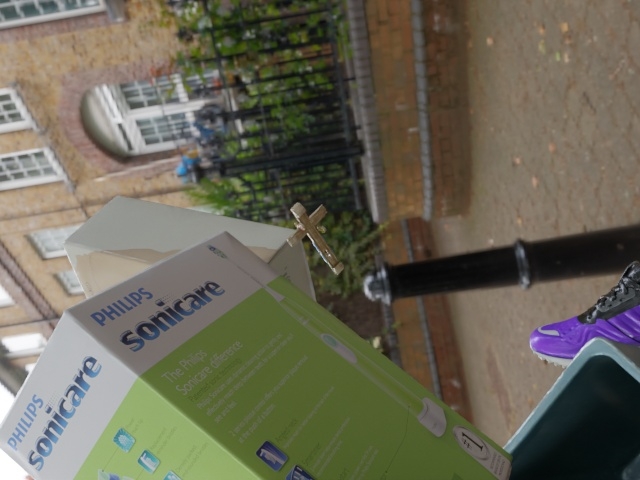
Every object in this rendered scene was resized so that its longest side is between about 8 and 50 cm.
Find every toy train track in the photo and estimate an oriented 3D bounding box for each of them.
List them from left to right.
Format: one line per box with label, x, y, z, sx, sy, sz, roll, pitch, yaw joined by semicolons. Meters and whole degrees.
toy train track;0.000;0.000;0.721;0.014;0.048;0.083;18;149;53

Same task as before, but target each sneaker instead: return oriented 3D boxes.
sneaker;0.455;0.103;1.177;0.102;0.294;0.146;-38;-62;-66

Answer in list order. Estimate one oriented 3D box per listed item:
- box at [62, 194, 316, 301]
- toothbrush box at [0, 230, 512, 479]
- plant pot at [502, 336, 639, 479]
box;-0.173;0.048;1.050;0.121;0.311;0.148;-50;-42;-40
toothbrush box;-0.030;0.141;0.534;0.283;0.122;0.206;39;-156;7
plant pot;0.356;0.267;0.820;0.247;0.252;0.247;47;116;35
